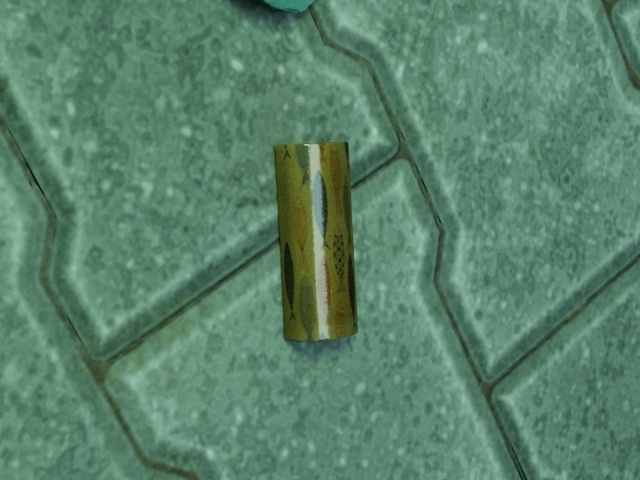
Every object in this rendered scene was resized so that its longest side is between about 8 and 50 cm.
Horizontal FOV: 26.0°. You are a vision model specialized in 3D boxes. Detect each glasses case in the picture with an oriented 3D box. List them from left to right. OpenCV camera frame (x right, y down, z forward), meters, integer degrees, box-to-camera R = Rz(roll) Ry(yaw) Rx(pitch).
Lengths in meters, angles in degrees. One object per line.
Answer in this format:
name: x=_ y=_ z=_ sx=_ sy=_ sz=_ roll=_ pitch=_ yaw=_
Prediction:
glasses case: x=0.001 y=0.000 z=1.198 sx=0.064 sy=0.041 sz=0.170 roll=-5 pitch=94 yaw=-36

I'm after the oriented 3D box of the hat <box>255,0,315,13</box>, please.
hat: x=-0.045 y=-0.266 z=1.133 sx=0.191 sy=0.078 sz=0.138 roll=17 pitch=83 yaw=-34
